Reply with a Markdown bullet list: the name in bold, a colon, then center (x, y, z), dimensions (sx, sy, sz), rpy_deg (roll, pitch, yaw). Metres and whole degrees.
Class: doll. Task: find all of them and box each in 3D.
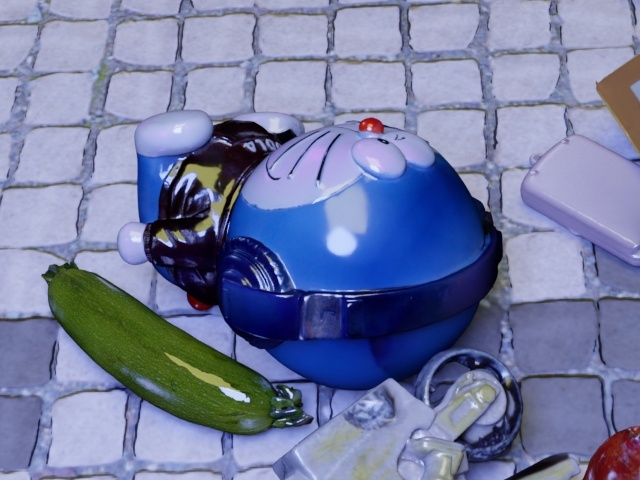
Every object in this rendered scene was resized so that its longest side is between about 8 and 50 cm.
- **doll**: center (0.000, 0.000, 1.165), dimensions (0.310, 0.240, 0.284), rpy_deg (13, 25, 34)

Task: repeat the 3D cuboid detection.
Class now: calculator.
- **calculator**: center (0.274, -0.041, 1.290), dimensions (0.175, 0.032, 0.100), rpy_deg (33, 60, 27)

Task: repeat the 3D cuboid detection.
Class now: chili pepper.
- **chili pepper**: center (0.234, 0.187, 1.025), dimensions (0.065, 0.169, 0.088), rpy_deg (-21, 55, -9)

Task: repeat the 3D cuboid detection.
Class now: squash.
- **squash**: center (-0.151, 0.100, 1.196), dimensions (0.318, 0.080, 0.071), rpy_deg (28, 97, 26)

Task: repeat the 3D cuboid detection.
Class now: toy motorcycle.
- **toy motorcycle**: center (0.059, 0.227, 1.027), dimensions (0.341, 0.108, 0.223), rpy_deg (-30, 80, -28)

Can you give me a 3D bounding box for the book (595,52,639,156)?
- **book**: center (0.446, -0.075, 1.197), dimensions (0.262, 0.028, 0.374), rpy_deg (-33, 62, 13)
